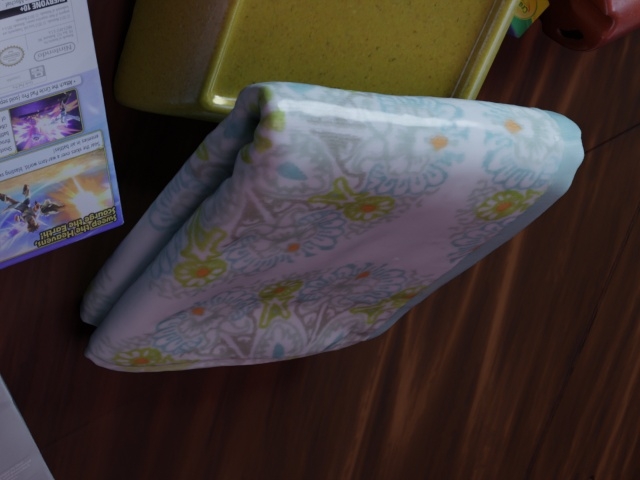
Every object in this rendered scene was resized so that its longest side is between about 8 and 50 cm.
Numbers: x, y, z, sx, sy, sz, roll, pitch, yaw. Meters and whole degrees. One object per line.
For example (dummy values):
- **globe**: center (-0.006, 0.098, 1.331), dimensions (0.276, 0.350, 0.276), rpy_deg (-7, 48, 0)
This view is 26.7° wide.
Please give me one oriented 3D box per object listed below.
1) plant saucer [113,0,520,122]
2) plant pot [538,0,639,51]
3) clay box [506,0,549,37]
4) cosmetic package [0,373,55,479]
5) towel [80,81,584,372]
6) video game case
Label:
- **plant saucer**: center (0.032, -0.206, 1.104), dimensions (0.333, 0.081, 0.332), rpy_deg (6, 126, -23)
- **plant pot**: center (0.307, -0.326, 1.264), dimensions (0.265, 0.272, 0.272), rpy_deg (-33, 128, -11)
- **clay box**: center (0.107, -0.286, 1.204), dimensions (0.053, 0.127, 0.222), rpy_deg (-48, 131, -10)
- **cosmetic package**: center (-0.297, 0.126, 1.049), dimensions (0.107, 0.127, 0.238), rpy_deg (-32, 146, -14)
- **towel**: center (0.000, 0.000, 1.164), dimensions (0.321, 0.090, 0.374), rpy_deg (-2, 150, -37)
- **video game case**: center (-0.298, -0.085, 1.038), dimensions (0.270, 0.061, 0.244), rpy_deg (-22, 123, -28)
